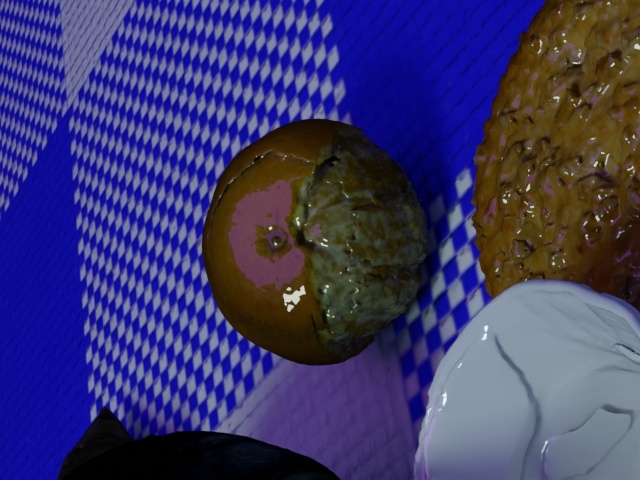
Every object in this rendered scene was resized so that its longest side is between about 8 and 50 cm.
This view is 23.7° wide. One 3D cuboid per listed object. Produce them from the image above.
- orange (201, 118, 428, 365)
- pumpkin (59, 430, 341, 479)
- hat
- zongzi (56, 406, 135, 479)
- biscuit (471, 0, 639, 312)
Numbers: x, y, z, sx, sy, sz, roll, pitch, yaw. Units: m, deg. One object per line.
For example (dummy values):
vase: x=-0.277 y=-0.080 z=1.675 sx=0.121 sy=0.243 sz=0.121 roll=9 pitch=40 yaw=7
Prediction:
orange: x=0.000 y=0.000 z=0.979 sx=0.156 sy=0.134 sz=0.157 roll=2 pitch=97 yaw=21
pumpkin: x=-0.062 y=0.252 z=0.894 sx=0.315 sy=0.238 sz=0.315 roll=19 pitch=116 yaw=46
hat: x=0.138 y=0.116 z=0.677 sx=0.203 sy=0.126 sz=0.203 roll=-28 pitch=57 yaw=56
zongzi: x=-0.180 y=0.285 z=1.258 sx=0.241 sy=0.111 sz=0.248 roll=-129 pitch=46 yaw=-76
biscuit: x=0.155 y=-0.040 z=0.794 sx=0.254 sy=0.035 sz=0.254 roll=-28 pitch=58 yaw=57
